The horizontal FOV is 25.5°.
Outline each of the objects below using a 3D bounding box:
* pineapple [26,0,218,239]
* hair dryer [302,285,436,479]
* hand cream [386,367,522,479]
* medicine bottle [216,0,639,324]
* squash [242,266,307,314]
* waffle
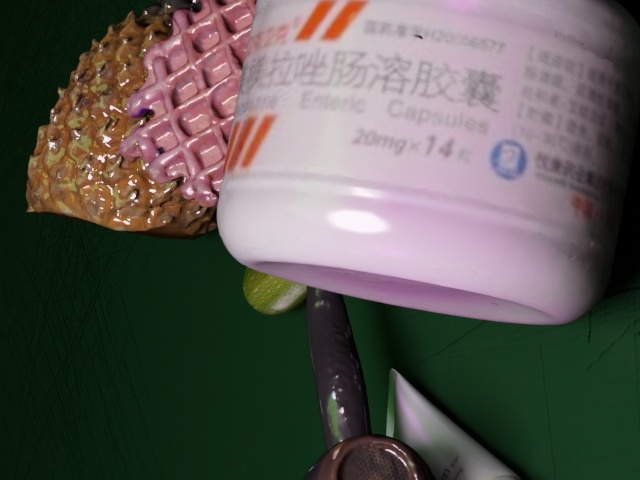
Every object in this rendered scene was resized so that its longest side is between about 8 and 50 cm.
[{"bbox_3d":[-0.149,-0.173,1.388,0.202,0.202,0.362,17,90,59],"label":"pineapple"},{"bbox_3d":[0.017,0.131,1.100,0.303,0.120,0.359,91,173,-60],"label":"hair dryer"},{"bbox_3d":[0.097,0.166,1.051,0.205,0.050,0.078,-146,52,-60],"label":"hand cream"},{"bbox_3d":[0.082,-0.122,0.909,0.256,0.256,0.325,2,80,60],"label":"medicine bottle"},{"bbox_3d":[0.000,0.000,1.219,0.229,0.066,0.066,-41,52,48],"label":"squash"},{"bbox_3d":[-0.064,-0.137,1.241,0.221,0.055,0.234,20,78,26],"label":"waffle"}]
